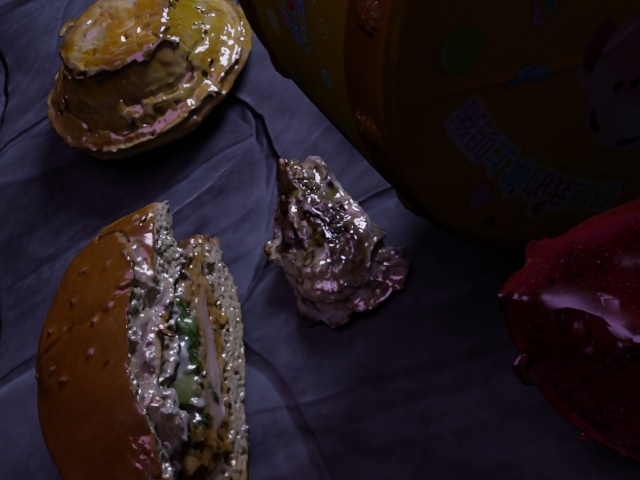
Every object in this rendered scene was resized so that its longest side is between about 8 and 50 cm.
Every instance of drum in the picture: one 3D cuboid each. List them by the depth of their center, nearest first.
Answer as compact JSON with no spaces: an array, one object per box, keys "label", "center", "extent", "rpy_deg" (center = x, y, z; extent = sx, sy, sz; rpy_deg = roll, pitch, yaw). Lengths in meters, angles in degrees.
[{"label":"drum","center":[0.159,-0.220,0.844],"extent":[0.431,0.431,0.214],"rpy_deg":[-41,49,0]}]

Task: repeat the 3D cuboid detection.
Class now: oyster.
[{"label":"oyster","center":[-0.001,0.003,1.041],"extent":[0.108,0.053,0.165],"rpy_deg":[-44,53,11]}]

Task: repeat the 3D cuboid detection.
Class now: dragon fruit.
[{"label":"dragon fruit","center":[0.273,0.054,0.799],"extent":[0.262,0.134,0.211],"rpy_deg":[23,60,24]}]

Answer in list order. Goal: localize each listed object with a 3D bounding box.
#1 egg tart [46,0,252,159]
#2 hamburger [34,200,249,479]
[{"label":"egg tart","center":[-0.189,-0.189,1.255],"extent":[0.241,0.106,0.241],"rpy_deg":[-16,48,18]},{"label":"hamburger","center":[-0.156,0.113,0.993],"extent":[0.157,0.144,0.283],"rpy_deg":[-20,53,19]}]
